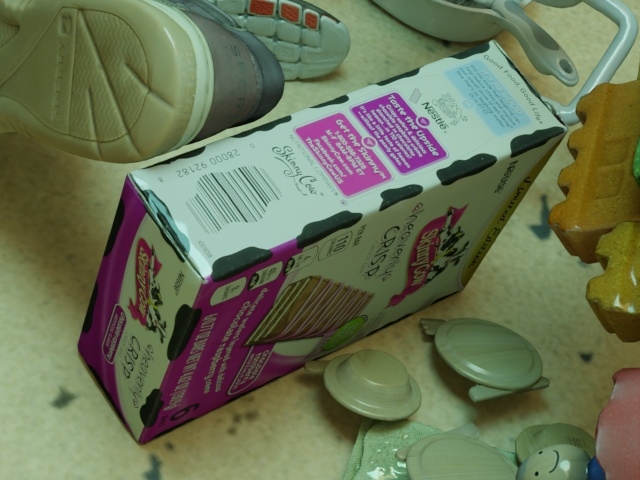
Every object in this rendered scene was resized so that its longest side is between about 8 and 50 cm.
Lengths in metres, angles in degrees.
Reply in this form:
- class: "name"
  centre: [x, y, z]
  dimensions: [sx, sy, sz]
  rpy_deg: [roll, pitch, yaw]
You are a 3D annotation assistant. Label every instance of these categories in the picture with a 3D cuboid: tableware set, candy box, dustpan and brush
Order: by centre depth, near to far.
- class: "candy box"
  centre: [0.000, 0.000, 0.750]
  dimensions: [0.233, 0.159, 0.071]
  rpy_deg: [-24, 66, -31]
- class: "tableware set"
  centre: [0.082, 0.094, 0.766]
  dimensions: [0.141, 0.020, 0.169]
  rpy_deg: [-3, 36, -32]
- class: "dustpan and brush"
  centre: [0.109, -0.167, 0.980]
  dimensions: [0.147, 0.060, 0.211]
  rpy_deg: [-14, 59, -28]

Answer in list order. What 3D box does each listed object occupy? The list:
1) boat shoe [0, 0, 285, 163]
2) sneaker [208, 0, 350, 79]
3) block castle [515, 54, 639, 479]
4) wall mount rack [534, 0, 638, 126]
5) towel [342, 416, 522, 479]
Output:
- class: "boat shoe"
  centre: [-0.133, -0.099, 0.747]
  dimensions: [0.092, 0.103, 0.285]
  rpy_deg: [1, 13, -44]
- class: "sneaker"
  centre: [-0.055, -0.153, 0.918]
  dimensions: [0.158, 0.061, 0.065]
  rpy_deg: [14, 42, -10]
- class: "block castle"
  centre: [0.263, 0.029, 0.730]
  dimensions: [0.212, 0.303, 0.453]
  rpy_deg: [-7, 42, 31]
- class: "wall mount rack"
  centre: [0.039, -0.205, 0.794]
  dimensions: [0.304, 0.350, 0.130]
  rpy_deg: [34, 80, 15]
- class: "towel"
  centre: [0.080, 0.151, 0.746]
  dimensions: [0.148, 0.027, 0.110]
  rpy_deg: [18, 51, -5]
